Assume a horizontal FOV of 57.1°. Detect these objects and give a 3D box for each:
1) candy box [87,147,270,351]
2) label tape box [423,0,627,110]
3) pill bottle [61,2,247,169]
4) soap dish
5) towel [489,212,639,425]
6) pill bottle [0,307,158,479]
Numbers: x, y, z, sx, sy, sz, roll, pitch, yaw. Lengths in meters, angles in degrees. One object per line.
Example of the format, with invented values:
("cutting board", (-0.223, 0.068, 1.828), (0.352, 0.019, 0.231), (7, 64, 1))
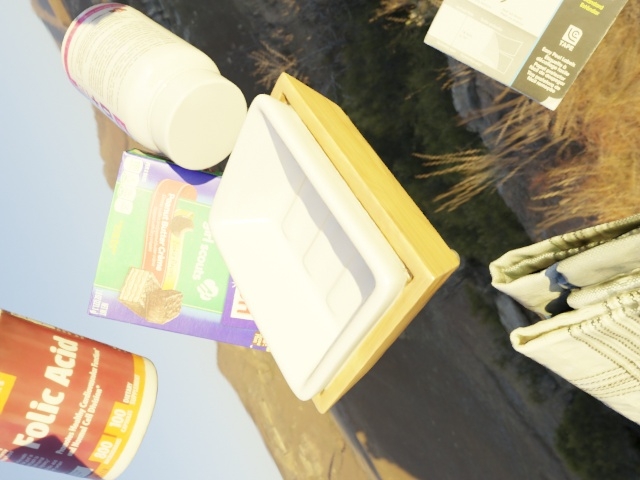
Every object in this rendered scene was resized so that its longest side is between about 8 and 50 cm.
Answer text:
("candy box", (-0.187, 0.019, 0.970), (0.122, 0.316, 0.268), (-128, 53, -73))
("label tape box", (0.344, -0.409, 0.901), (0.240, 0.334, 0.106), (29, -152, 3))
("pill bottle", (-0.246, -0.229, 0.870), (0.283, 0.160, 0.160), (38, 156, 31))
("soap dish", (0.000, 0.000, 0.636), (0.291, 0.118, 0.229), (58, 136, 30))
("towel", (0.319, 0.064, 0.382), (0.324, 0.056, 0.312), (35, 141, -28))
("pill bottle", (-0.491, 0.240, 0.959), (0.392, 0.224, 0.224), (28, -171, -30))
